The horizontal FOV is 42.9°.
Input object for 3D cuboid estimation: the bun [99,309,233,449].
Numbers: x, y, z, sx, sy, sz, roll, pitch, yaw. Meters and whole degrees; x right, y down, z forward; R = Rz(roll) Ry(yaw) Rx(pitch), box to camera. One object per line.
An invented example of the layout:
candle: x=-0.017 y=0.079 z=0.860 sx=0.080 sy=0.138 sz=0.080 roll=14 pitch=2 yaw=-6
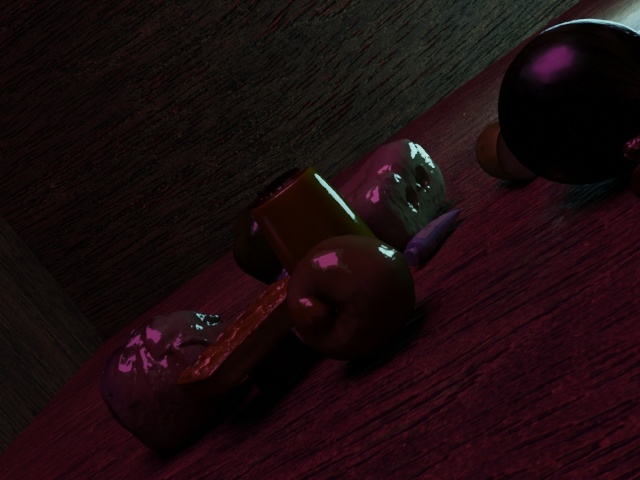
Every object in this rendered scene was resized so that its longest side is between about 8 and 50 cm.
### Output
bun: x=-0.291 y=0.248 z=1.513 sx=0.281 sy=0.204 sz=0.281 roll=-46 pitch=16 yaw=17

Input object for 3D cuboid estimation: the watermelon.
watermelon: x=0.376 y=-0.198 z=1.177 sx=0.242 sy=0.242 sz=0.242 roll=-36 pitch=9 yaw=7

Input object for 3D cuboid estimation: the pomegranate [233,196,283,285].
pomegranate: x=-0.100 y=0.001 z=2.010 sx=0.254 sy=0.254 sz=0.270 roll=-44 pitch=0 yaw=-36

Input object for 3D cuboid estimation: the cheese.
cheese: x=0.153 y=-0.087 z=1.643 sx=0.248 sy=0.173 sz=0.251 roll=-48 pitch=10 yaw=-8

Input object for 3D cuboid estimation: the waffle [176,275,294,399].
waffle: x=-0.117 y=0.161 z=1.377 sx=0.274 sy=0.057 sz=0.168 roll=-45 pitch=10 yaw=-30

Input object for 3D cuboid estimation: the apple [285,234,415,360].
apple: x=0.048 y=0.081 z=1.210 sx=0.200 sy=0.200 sz=0.200 roll=-36 pitch=9 yaw=7

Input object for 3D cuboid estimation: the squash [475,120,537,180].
squash: x=0.348 y=-0.172 z=1.516 sx=0.123 sy=0.123 sz=0.186 roll=-38 pitch=10 yaw=-3

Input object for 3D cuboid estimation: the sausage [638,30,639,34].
sausage: x=0.645 y=-0.383 z=1.510 sx=0.077 sy=0.077 sz=0.194 roll=-44 pitch=1 yaw=-33

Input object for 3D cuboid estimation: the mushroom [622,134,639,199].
mushroom: x=0.420 y=-0.091 z=0.960 sx=0.109 sy=0.085 sz=0.126 roll=-9 pitch=-8 yaw=-4

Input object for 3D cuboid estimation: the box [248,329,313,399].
box: x=-0.074 y=0.205 z=1.394 sx=0.084 sy=0.069 sz=0.122 roll=-33 pitch=10 yaw=29

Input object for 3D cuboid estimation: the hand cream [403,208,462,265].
hand cream: x=0.201 y=-0.008 z=1.489 sx=0.065 sy=0.043 sz=0.170 roll=-29 pitch=11 yaw=44

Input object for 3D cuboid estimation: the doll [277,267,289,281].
doll: x=-0.026 y=0.074 z=1.858 sx=0.180 sy=0.079 sz=0.094 roll=-24 pitch=-5 yaw=4

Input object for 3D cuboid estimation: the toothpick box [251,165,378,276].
toothpick box: x=0.000 y=0.000 z=1.484 sx=0.175 sy=0.271 sz=0.175 roll=-36 pitch=10 yaw=7
